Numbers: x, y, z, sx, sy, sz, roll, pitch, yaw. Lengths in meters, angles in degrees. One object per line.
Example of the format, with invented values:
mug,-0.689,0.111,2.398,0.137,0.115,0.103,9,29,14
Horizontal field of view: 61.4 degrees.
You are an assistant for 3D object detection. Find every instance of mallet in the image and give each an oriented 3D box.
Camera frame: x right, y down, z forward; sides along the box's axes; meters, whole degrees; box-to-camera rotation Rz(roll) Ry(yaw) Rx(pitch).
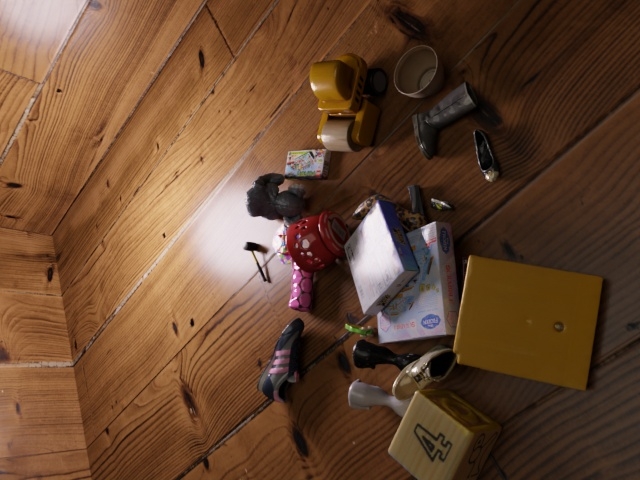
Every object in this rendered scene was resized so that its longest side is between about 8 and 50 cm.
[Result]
mallet,-0.255,0.085,2.210,0.039,0.062,0.190,-41,70,30

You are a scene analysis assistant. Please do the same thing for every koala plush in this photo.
koala plush,-0.157,-0.147,2.081,0.221,0.203,0.196,16,105,21

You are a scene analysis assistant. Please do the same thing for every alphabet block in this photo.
alphabet block,0.335,0.537,1.452,0.193,0.192,0.197,30,100,40

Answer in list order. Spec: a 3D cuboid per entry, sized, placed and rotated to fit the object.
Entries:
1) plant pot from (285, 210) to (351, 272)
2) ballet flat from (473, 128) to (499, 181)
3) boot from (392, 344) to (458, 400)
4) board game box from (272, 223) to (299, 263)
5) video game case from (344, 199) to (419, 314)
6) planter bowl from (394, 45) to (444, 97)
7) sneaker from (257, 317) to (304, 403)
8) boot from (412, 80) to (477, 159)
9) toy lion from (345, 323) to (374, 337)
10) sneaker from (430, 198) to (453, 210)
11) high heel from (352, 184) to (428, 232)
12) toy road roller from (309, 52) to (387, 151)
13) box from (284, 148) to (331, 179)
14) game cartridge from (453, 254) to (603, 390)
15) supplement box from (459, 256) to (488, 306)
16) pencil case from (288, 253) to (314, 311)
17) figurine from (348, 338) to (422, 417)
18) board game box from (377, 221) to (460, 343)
plant pot,0.000,0.000,1.886,0.174,0.191,0.191,-24,65,33
ballet flat,0.484,-0.250,1.595,0.057,0.049,0.173,-28,62,36
boot,0.290,0.374,1.506,0.213,0.165,0.077,-41,82,-3
board game box,-0.144,0.009,2.121,0.133,0.033,0.169,-47,53,24
video game case,0.181,0.053,1.679,0.244,0.061,0.270,-56,38,44
planter bowl,0.336,-0.534,1.756,0.162,0.109,0.162,-12,71,40
sneaker,-0.110,0.439,1.956,0.131,0.112,0.319,30,104,25
boot,0.399,-0.375,1.698,0.208,0.076,0.190,-22,68,30
toy lion,0.123,0.291,1.769,0.096,0.100,0.034,11,89,24
sneaker,0.378,-0.105,1.676,0.083,0.031,0.035,30,114,47
high heel,0.220,-0.060,1.757,0.261,0.093,0.186,-20,61,28
toy road roller,0.069,-0.494,1.901,0.202,0.240,0.330,11,88,44
box,-0.052,-0.294,2.105,0.207,0.036,0.114,4,83,43
game cartridge,0.516,0.202,1.361,0.323,0.052,0.285,10,86,16
supplement box,0.426,0.174,1.486,0.073,0.130,0.240,-2,78,10
pencil case,-0.073,0.156,1.983,0.098,0.095,0.209,1,80,16
figurine,0.200,0.429,1.652,0.209,0.092,0.215,8,94,28
board game box,0.279,0.138,1.614,0.318,0.065,0.318,-26,62,58
